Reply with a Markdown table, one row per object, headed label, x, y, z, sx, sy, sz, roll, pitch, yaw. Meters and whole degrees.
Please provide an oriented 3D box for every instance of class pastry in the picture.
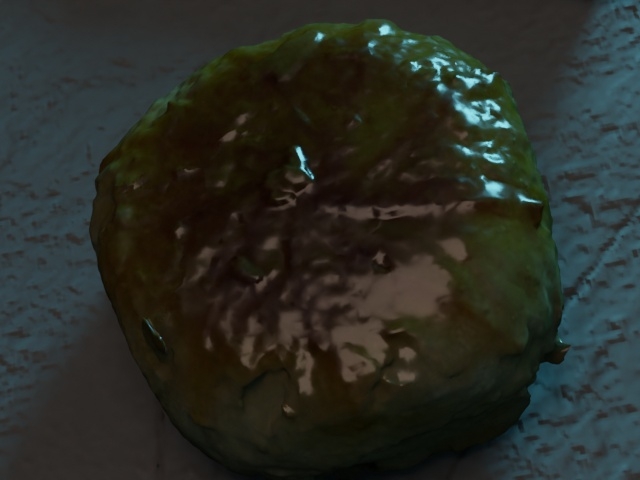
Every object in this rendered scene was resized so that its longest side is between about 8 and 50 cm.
| label | x | y | z | sx | sy | sz | roll | pitch | yaw |
| --- | --- | --- | --- | --- | --- | --- | --- | --- | --- |
| pastry | 0.000 | 0.000 | 0.688 | 0.182 | 0.093 | 0.192 | -16 | 58 | 5 |
